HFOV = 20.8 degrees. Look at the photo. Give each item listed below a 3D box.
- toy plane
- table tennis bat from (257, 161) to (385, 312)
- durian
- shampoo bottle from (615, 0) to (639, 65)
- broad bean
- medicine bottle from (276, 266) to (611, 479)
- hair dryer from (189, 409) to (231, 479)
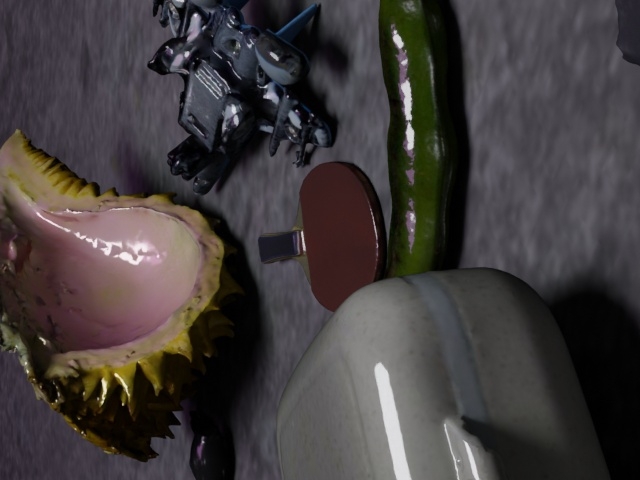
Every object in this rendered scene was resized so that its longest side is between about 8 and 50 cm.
[{"bbox_3d":[-0.069,-0.089,1.157,0.169,0.078,0.246,45,145,11],"label":"toy plane"},{"bbox_3d":[0.000,0.000,1.112,0.158,0.014,0.095,-10,89,62],"label":"table tennis bat"},{"bbox_3d":[-0.153,0.062,1.301,0.305,0.185,0.196,-126,19,-52],"label":"durian"},{"bbox_3d":[0.216,-0.077,0.585,0.309,0.071,0.098,30,120,57],"label":"shampoo bottle"},{"bbox_3d":[0.050,-0.039,0.971,0.069,0.039,0.227,-136,45,-61],"label":"broad bean"},{"bbox_3d":[0.076,0.212,0.850,0.282,0.123,0.375,123,136,-66],"label":"medicine bottle"},{"bbox_3d":[-0.087,0.163,1.327,0.083,0.031,0.079,-115,19,-60],"label":"hair dryer"}]
